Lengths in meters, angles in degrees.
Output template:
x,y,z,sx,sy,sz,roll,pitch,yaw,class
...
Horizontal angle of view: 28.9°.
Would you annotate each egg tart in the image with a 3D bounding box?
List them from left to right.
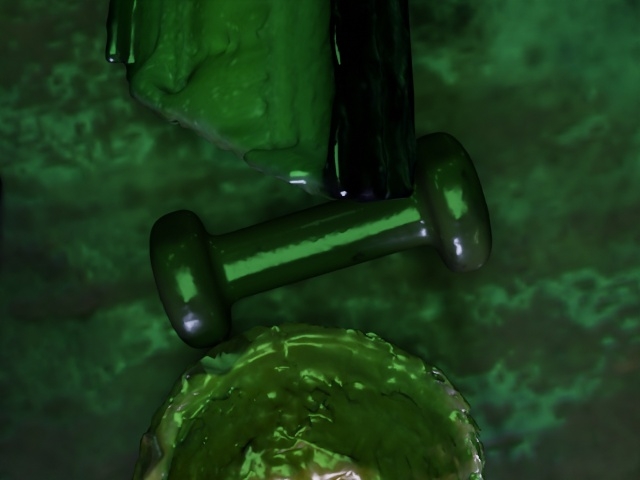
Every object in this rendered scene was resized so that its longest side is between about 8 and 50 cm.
x,y,z,sx,sy,sz,roll,pitch,yaw,class
-0.003,0.090,0.426,0.129,0.049,0.129,-1,108,-2,egg tart

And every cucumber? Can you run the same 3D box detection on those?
x,y,z,sx,sy,sz,roll,pitch,yaw,class
-0.011,-0.100,0.416,0.086,0.115,0.193,1,82,-42,cucumber

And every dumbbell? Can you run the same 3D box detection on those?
x,y,z,sx,sy,sz,roll,pitch,yaw,class
0.000,0.000,0.435,0.118,0.052,0.046,-16,123,0,dumbbell

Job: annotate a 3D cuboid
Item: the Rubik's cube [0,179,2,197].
x,y,z,sx,sy,sz,roll,pitch,yaw,class
-0.288,0.119,0.289,0.344,0.344,0.337,7,93,-2,Rubik's cube
